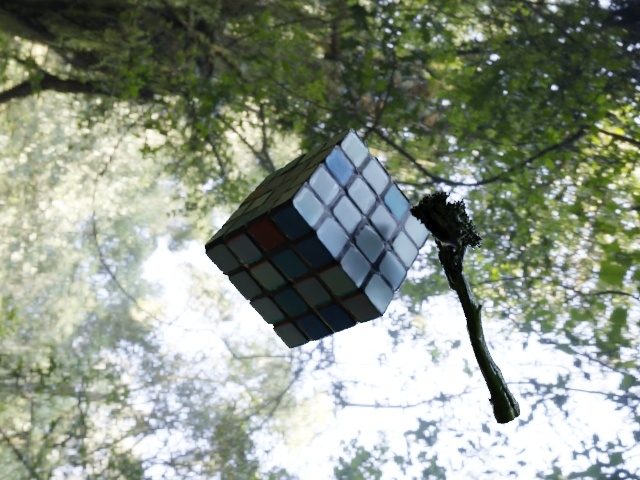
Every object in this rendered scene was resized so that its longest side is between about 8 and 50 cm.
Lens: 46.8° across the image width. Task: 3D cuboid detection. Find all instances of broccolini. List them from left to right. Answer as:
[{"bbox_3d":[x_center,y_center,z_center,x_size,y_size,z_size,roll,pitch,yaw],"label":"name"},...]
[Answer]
[{"bbox_3d":[0.162,0.066,0.758,0.058,0.071,0.254,-22,-79,12],"label":"broccolini"}]

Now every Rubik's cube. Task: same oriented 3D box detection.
[{"bbox_3d":[0.000,0.000,0.798,0.151,0.155,0.154,-24,-158,43],"label":"Rubik's cube"}]
